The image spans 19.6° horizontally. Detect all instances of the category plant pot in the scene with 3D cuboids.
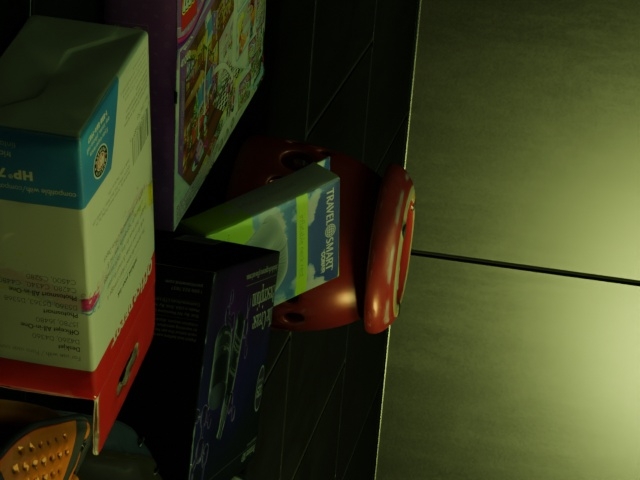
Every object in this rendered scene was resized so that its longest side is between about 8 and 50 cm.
[{"bbox_3d":[0.000,0.000,1.829,0.191,0.174,0.191,8,90,-84],"label":"plant pot"}]

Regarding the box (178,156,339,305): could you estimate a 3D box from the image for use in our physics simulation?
[{"bbox_3d":[-0.045,0.004,1.645,0.178,0.042,0.109,-25,130,-36],"label":"box"}]

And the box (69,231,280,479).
[{"bbox_3d":[-0.110,0.097,1.431,0.261,0.103,0.184,-22,122,-80],"label":"box"}]

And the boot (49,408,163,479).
[{"bbox_3d":[-0.116,0.167,1.241,0.219,0.082,0.106,8,79,-43],"label":"boot"}]

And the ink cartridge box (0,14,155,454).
[{"bbox_3d":[-0.153,-0.001,1.116,0.134,0.078,0.231,-69,164,-55],"label":"ink cartridge box"}]

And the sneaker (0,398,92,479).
[{"bbox_3d":[-0.167,0.187,1.039,0.321,0.124,0.180,77,24,-67],"label":"sneaker"}]

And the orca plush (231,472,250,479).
[{"bbox_3d":[-0.120,0.273,1.594,0.151,0.102,0.287,48,12,-21],"label":"orca plush"}]

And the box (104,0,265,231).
[{"bbox_3d":[-0.097,-0.163,1.412,0.293,0.057,0.201,-67,163,-60],"label":"box"}]
